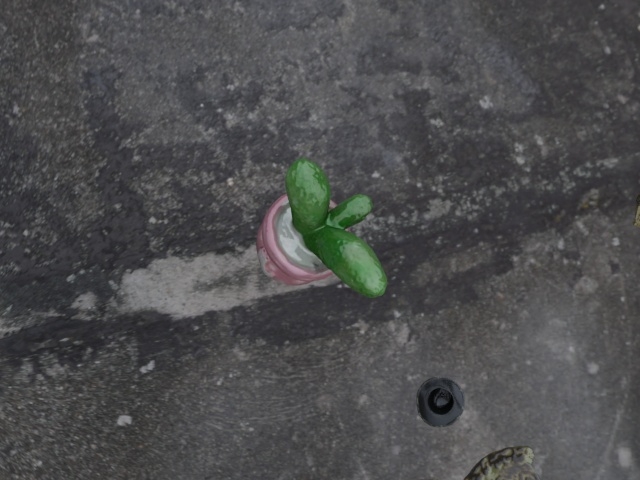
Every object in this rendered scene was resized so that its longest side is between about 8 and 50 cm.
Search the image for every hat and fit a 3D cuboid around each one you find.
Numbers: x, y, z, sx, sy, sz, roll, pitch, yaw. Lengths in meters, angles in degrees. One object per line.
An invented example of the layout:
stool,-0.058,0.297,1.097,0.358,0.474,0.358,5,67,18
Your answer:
hat,0.276,0.369,1.403,0.050,0.121,0.121,0,77,-70

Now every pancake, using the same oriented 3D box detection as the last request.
pancake,0.293,0.403,0.900,0.020,0.184,0.190,36,76,-52

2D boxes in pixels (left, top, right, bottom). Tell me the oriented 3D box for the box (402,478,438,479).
box,0.258,0.678,1.686,0.133,0.090,0.023,19,61,-51

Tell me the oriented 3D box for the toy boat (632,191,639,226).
toy boat,0.566,-0.085,1.008,0.047,0.149,0.049,18,36,-5

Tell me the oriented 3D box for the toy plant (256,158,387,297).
toy plant,-0.005,0.003,1.350,0.211,0.356,0.316,-29,88,-31
